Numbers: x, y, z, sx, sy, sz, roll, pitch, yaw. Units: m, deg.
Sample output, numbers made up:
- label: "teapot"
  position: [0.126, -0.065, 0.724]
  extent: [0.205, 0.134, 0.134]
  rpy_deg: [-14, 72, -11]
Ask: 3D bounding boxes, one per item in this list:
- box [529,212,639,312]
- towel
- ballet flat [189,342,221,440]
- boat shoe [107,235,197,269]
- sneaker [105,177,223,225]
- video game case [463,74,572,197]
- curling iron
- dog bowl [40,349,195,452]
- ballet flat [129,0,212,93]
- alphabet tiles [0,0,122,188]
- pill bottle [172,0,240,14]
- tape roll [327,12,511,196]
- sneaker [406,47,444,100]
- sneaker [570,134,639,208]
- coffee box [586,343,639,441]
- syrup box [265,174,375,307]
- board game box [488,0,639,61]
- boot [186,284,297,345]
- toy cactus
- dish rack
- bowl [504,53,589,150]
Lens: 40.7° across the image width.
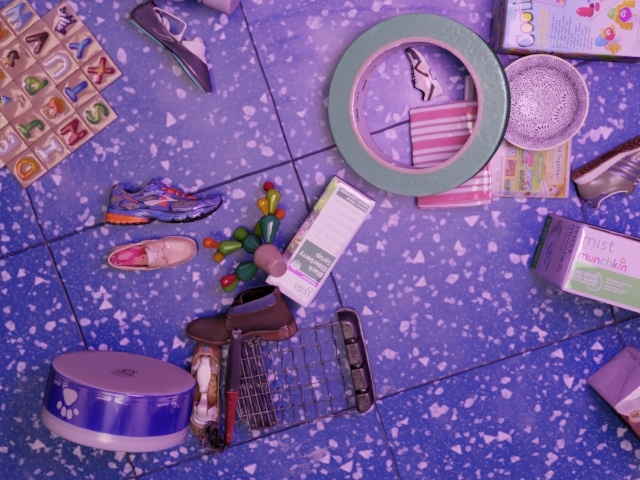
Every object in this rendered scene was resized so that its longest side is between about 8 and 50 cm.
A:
- label: "box"
  position: [0.545, 0.048, 1.559]
  extent: [0.262, 0.231, 0.126]
  rpy_deg: [17, 97, -3]
- label: "towel"
  position: [0.244, -0.160, 1.612]
  extent: [0.144, 0.029, 0.196]
  rpy_deg: [-4, 93, 16]
- label: "ballet flat"
  position: [-0.228, 0.297, 1.670]
  extent: [0.073, 0.067, 0.206]
  rpy_deg: [0, 98, 0]
- label: "boat shoe"
  position: [-0.321, 0.029, 1.636]
  extent: [0.170, 0.059, 0.062]
  rpy_deg: [-10, 98, 1]
- label: "sneaker"
  position: [-0.294, -0.075, 1.614]
  extent: [0.221, 0.083, 0.087]
  rpy_deg: [-3, 90, -3]
- label: "video game case"
  position: [0.369, -0.195, 1.627]
  extent: [0.207, 0.026, 0.226]
  rpy_deg: [1, 97, 0]
- label: "curling iron"
  position: [-0.178, 0.290, 1.623]
  extent: [0.068, 0.035, 0.273]
  rpy_deg: [-1, 116, -36]
- label: "dog bowl"
  position: [-0.364, 0.286, 1.569]
  extent: [0.265, 0.265, 0.104]
  rpy_deg: [12, 96, -2]
- label: "ballet flat"
  position: [-0.258, -0.361, 1.579]
  extent: [0.203, 0.074, 0.074]
  rpy_deg: [44, 95, -4]
- label: "alphabet tiles"
  position: [-0.557, -0.277, 1.616]
  extent: [0.343, 0.011, 0.285]
  rpy_deg: [-36, 97, 5]
- label: "pill bottle"
  position: [-0.293, -0.536, 1.484]
  extent: [0.361, 0.204, 0.204]
  rpy_deg: [23, 97, -3]
- label: "tape roll"
  position: [0.176, -0.241, 1.547]
  extent: [0.322, 0.077, 0.321]
  rpy_deg: [3, 99, 17]
- label: "sneaker"
  position: [0.186, -0.308, 1.602]
  extent: [0.044, 0.040, 0.109]
  rpy_deg: [-31, 97, 6]
- label: "sneaker"
  position: [0.573, -0.130, 1.622]
  extent: [0.192, 0.064, 0.086]
  rpy_deg: [-29, 105, 4]
- label: "coffee box"
  position: [0.664, 0.359, 1.635]
  extent: [0.119, 0.168, 0.297]
  rpy_deg: [-42, 96, 5]
- label: "syrup box"
  position: [0.000, 0.000, 1.616]
  extent: [0.093, 0.096, 0.236]
  rpy_deg: [33, 96, -3]
- label: "board game box"
  position: [0.454, -0.399, 1.539]
  extent: [0.276, 0.142, 0.144]
  rpy_deg: [4, 98, -1]
- label: "boot"
  position: [-0.158, 0.133, 1.618]
  extent: [0.219, 0.082, 0.106]
  rpy_deg: [-5, 125, 13]
- label: "toy cactus"
  position: [-0.120, 0.008, 1.579]
  extent: [0.112, 0.180, 0.219]
  rpy_deg: [33, 94, -38]
- label: "dish rack"
  position: [-0.039, 0.256, 1.667]
  extent: [0.272, 0.074, 0.208]
  rpy_deg: [-11, 96, 3]
- label: "bowl"
  position: [0.395, -0.248, 1.558]
  extent: [0.170, 0.080, 0.170]
  rpy_deg: [2, 98, 16]
